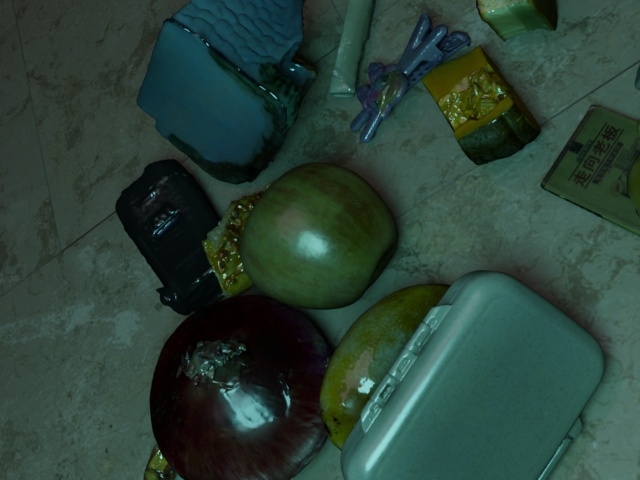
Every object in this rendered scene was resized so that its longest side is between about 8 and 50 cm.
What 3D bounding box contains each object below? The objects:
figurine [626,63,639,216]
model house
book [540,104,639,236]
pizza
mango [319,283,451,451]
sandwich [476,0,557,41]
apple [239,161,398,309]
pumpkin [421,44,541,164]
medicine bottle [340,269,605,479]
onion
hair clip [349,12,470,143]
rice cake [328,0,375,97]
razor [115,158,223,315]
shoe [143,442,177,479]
[{"bbox_3d":[0.555,-0.111,1.058,0.285,0.167,0.342,-29,68,10],"label":"figurine"},{"bbox_3d":[-0.139,-0.353,1.577,0.339,0.297,0.360,-58,6,-31],"label":"model house"},{"bbox_3d":[0.478,-0.102,1.217,0.231,0.026,0.161,34,90,38],"label":"book"},{"bbox_3d":[-0.139,-0.006,1.505,0.271,0.134,0.056,-58,4,-32],"label":"pizza"},{"bbox_3d":[0.121,0.192,1.226,0.316,0.193,0.146,-51,24,-10],"label":"mango"},{"bbox_3d":[0.334,-0.473,1.363,0.108,0.186,0.220,-8,83,29],"label":"sandwich"},{"bbox_3d":[0.000,0.000,1.348,0.234,0.257,0.257,33,90,9],"label":"apple"},{"bbox_3d":[0.276,-0.219,1.346,0.131,0.126,0.248,-37,36,23],"label":"pumpkin"},{"bbox_3d":[0.212,0.241,1.108,0.375,0.282,0.123,-55,9,-4],"label":"medicine bottle"},{"bbox_3d":[-0.145,0.237,1.307,0.348,0.285,0.347,-9,58,15],"label":"onion"},{"bbox_3d":[0.148,-0.312,1.475,0.278,0.090,0.137,-43,45,10],"label":"hair clip"},{"bbox_3d":[0.069,-0.404,1.586,0.057,0.052,0.256,2,72,30],"label":"rice cake"},{"bbox_3d":[-0.291,-0.009,1.613,0.189,0.107,0.327,-41,59,10],"label":"razor"},{"bbox_3d":[-0.290,0.429,1.454,0.069,0.072,0.109,16,80,41],"label":"shoe"}]
